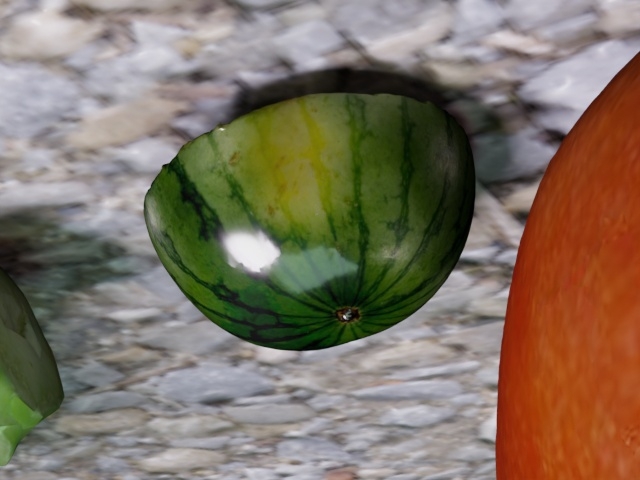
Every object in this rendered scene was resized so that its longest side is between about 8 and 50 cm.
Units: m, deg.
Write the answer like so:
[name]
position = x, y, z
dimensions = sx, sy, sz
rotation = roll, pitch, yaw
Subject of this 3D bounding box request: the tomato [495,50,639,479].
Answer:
[tomato]
position = 0.211, 0.069, 0.463
dimensions = 0.341, 0.273, 0.341
rotation = 0, 153, 0

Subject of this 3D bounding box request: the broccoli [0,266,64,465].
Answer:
[broccoli]
position = -0.208, 0.105, 0.616
dimensions = 0.269, 0.254, 0.269
rotation = -27, 156, -13

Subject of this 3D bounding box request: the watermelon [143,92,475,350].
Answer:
[watermelon]
position = 0.000, 0.000, 0.555
dimensions = 0.105, 0.062, 0.105
rotation = -8, 153, -4
